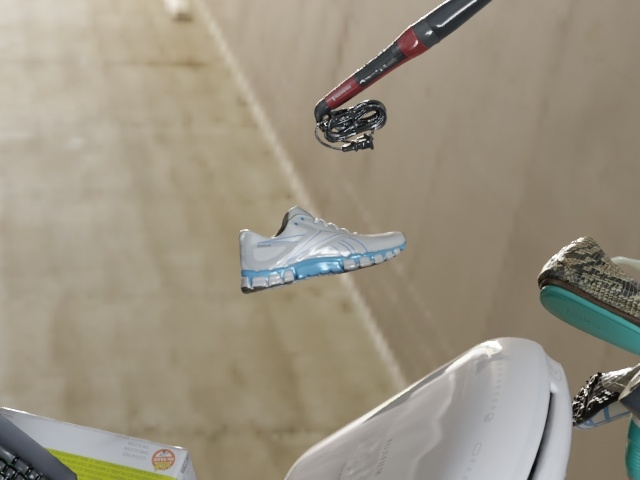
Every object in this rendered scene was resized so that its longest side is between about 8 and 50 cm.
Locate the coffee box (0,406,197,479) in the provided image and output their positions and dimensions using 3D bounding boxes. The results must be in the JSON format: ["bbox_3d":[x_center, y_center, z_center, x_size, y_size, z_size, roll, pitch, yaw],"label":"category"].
[{"bbox_3d":[-0.359,0.451,2.355,0.337,0.338,0.334,82,22,-58],"label":"coffee box"}]

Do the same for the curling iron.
[{"bbox_3d":[0.102,-0.186,1.747,0.274,0.068,0.035,-43,-152,5],"label":"curling iron"}]

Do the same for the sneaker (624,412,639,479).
[{"bbox_3d":[0.503,0.270,2.280,0.124,0.295,0.178,-125,-140,-50],"label":"sneaker"}]

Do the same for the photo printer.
[{"bbox_3d":[0.078,0.223,1.510,0.307,0.107,0.256,-35,-162,34],"label":"photo printer"}]

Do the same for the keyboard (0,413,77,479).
[{"bbox_3d":[-0.436,0.247,1.960,0.201,0.317,0.033,-56,172,7],"label":"keyboard"}]

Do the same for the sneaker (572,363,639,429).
[{"bbox_3d":[0.424,0.206,2.406,0.237,0.086,0.085,-33,-154,42],"label":"sneaker"}]

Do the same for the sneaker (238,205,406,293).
[{"bbox_3d":[0.000,0.000,1.942,0.071,0.190,0.083,151,-73,-72],"label":"sneaker"}]

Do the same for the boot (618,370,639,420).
[{"bbox_3d":[0.488,0.317,1.969,0.445,0.367,0.146,49,-2,-5],"label":"boot"}]

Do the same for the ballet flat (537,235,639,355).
[{"bbox_3d":[0.579,0.149,2.890,0.483,0.182,0.164,37,-24,16],"label":"ballet flat"}]
